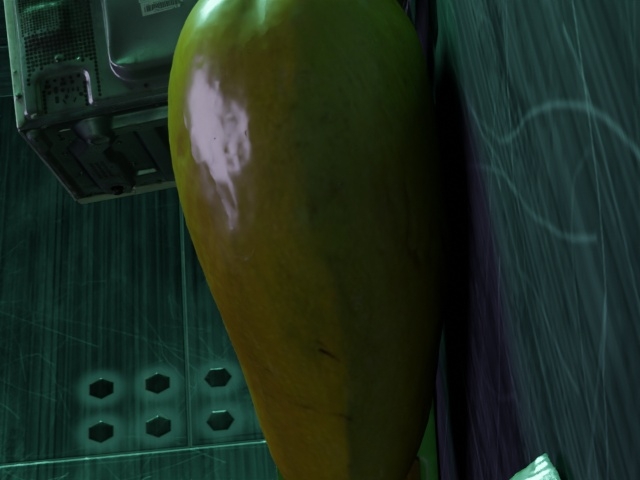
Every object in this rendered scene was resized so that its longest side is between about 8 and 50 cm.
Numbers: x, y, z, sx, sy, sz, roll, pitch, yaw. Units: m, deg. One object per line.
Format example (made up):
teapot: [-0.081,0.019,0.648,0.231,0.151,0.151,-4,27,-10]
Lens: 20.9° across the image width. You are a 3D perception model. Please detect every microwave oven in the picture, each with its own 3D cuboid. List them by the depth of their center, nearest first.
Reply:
microwave oven: [-0.082,-0.129,1.214,0.194,0.240,0.145,64,-164,-74]

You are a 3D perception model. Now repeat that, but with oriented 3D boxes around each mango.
mango: [0.000,-0.007,0.945,0.195,0.142,0.332,-90,-5,-47]

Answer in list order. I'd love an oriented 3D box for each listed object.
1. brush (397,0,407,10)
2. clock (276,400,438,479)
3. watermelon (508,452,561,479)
brush: [0.030,-0.083,1.100,0.327,0.070,0.065,93,154,-67]
clock: [0.019,0.124,1.254,0.255,0.106,0.220,-99,5,-73]
watermelon: [0.071,0.143,0.563,0.180,0.081,0.094,-106,35,-51]
